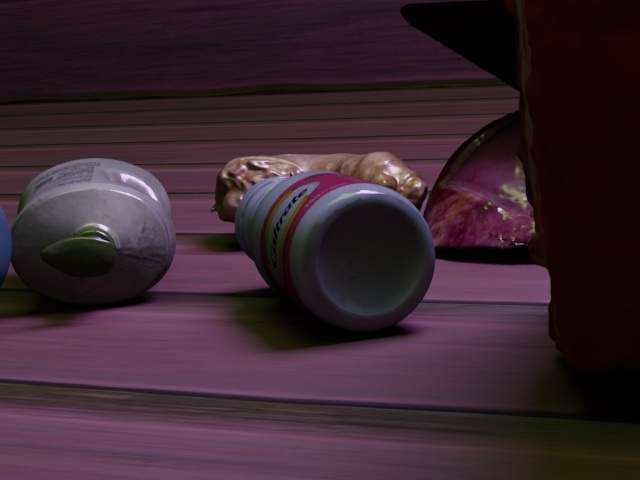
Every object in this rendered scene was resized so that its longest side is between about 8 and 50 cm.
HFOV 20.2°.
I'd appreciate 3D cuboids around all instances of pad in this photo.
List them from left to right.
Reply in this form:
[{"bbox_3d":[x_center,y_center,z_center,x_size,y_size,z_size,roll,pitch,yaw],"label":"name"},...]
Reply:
[{"bbox_3d":[0.243,-0.138,1.462,0.375,0.063,0.315,27,-13,-37],"label":"pad"}]

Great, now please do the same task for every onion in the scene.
[{"bbox_3d":[0.194,-0.055,1.379,0.250,0.111,0.247,0,8,20],"label":"onion"}]

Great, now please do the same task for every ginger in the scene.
[{"bbox_3d":[0.014,-0.038,1.455,0.213,0.074,0.137,-7,-2,35],"label":"ginger"}]

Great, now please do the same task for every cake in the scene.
[{"bbox_3d":[0.236,-0.075,0.934,0.269,0.270,0.319,-3,9,14],"label":"cake"}]

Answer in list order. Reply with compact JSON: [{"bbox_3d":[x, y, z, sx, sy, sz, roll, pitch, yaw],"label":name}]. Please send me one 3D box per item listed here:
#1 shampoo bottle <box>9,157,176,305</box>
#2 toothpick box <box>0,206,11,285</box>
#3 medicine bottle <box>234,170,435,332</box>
[{"bbox_3d":[-0.163,-0.005,1.291,0.118,0.087,0.234,0,8,-7],"label":"shampoo bottle"},{"bbox_3d":[-0.284,0.010,1.157,0.120,0.120,0.184,0,6,25],"label":"toothpick box"},{"bbox_3d":[0.000,0.000,1.162,0.090,0.090,0.216,-7,8,-15],"label":"medicine bottle"}]
